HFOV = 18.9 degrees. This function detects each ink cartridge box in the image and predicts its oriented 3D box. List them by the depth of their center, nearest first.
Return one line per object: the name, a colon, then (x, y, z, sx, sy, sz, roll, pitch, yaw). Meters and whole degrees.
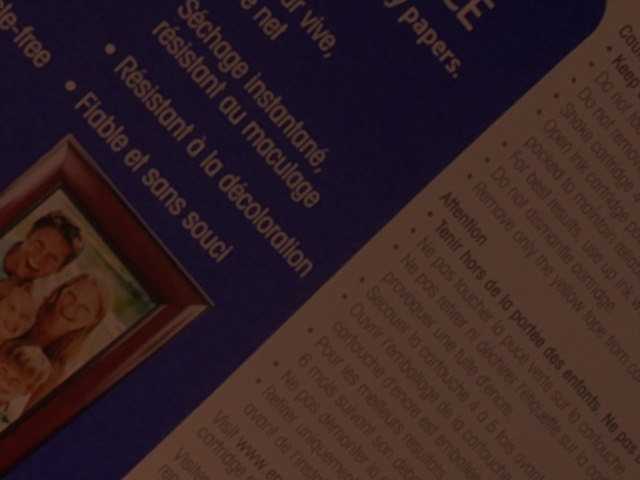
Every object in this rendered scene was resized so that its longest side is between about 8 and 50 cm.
ink cartridge box: (0.000, 0.000, 0.477, 0.307, 0.303, 0.072, -43, 17, -6)
